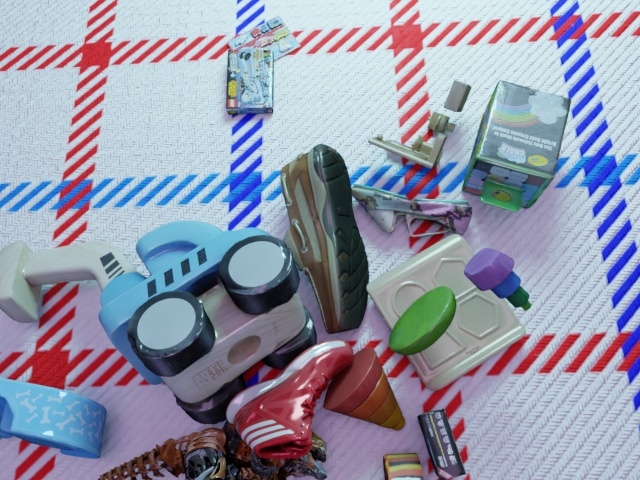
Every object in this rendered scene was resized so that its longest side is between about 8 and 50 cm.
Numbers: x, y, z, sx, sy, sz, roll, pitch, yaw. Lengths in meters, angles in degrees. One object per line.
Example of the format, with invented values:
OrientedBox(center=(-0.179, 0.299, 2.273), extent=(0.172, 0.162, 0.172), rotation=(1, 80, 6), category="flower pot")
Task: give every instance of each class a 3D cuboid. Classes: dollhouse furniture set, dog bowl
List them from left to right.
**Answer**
OrientedBox(center=(-0.475, 0.268, 0.851), extent=(0.297, 0.166, 0.074), rotation=(8, 59, 6), category="dog bowl")
OrientedBox(center=(0.184, -0.231, 1.001), extent=(0.123, 0.144, 0.151), rotation=(24, 109, 12), category="dollhouse furniture set")

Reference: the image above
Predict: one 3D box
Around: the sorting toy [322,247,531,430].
OrientedBox(center=(0.171, 0.171, 0.835), extent=(0.126, 0.127, 0.365), rotation=(44, 105, -7), category="sorting toy")

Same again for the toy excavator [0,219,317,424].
OrientedBox(center=(-0.285, 0.083, 0.895), extent=(0.433, 0.222, 0.445), rotation=(-33, 51, -15), category="toy excavator")

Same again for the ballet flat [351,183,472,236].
OrientedBox(center=(0.156, -0.047, 0.978), extent=(0.222, 0.077, 0.079), rotation=(10, 90, 7), category="ballet flat")

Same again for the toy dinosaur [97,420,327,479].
OrientedBox(center=(-0.153, 0.362, 0.820), extent=(0.322, 0.164, 0.218), rotation=(-15, 44, 12), category="toy dinosaur")

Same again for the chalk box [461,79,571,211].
OrientedBox(center=(0.337, -0.146, 0.968), extent=(0.132, 0.132, 0.213), rotation=(18, 73, 9), category="chalk box")

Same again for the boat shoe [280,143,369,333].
OrientedBox(center=(0.000, 0.000, 0.951), extent=(0.120, 0.122, 0.324), rotation=(-14, 76, 28), category="boat shoe")

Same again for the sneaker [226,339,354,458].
OrientedBox(center=(-0.017, 0.247, 0.820), extent=(0.221, 0.087, 0.128), rotation=(-30, 45, -19), category="sneaker")

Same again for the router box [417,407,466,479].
OrientedBox(center=(0.177, 0.301, 0.814), extent=(0.038, 0.122, 0.092), rotation=(-16, 69, 2), category="router box")

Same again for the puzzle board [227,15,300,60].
OrientedBox(center=(-0.120, -0.416, 1.158), extent=(0.128, 0.011, 0.096), rotation=(-30, 71, -7), category="puzzle board")

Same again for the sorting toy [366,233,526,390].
OrientedBox(center=(0.208, 0.117, 0.922), extent=(0.193, 0.038, 0.208), rotation=(-30, 73, -8), category="sorting toy")

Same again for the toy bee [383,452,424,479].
OrientedBox(center=(0.140, 0.446, 0.743), extent=(0.195, 0.162, 0.298), rotation=(-23, 70, -7), category="toy bee")

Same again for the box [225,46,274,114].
OrientedBox(center=(-0.142, -0.323, 1.110), extent=(0.094, 0.027, 0.137), rotation=(-1, 75, 2), category="box")
